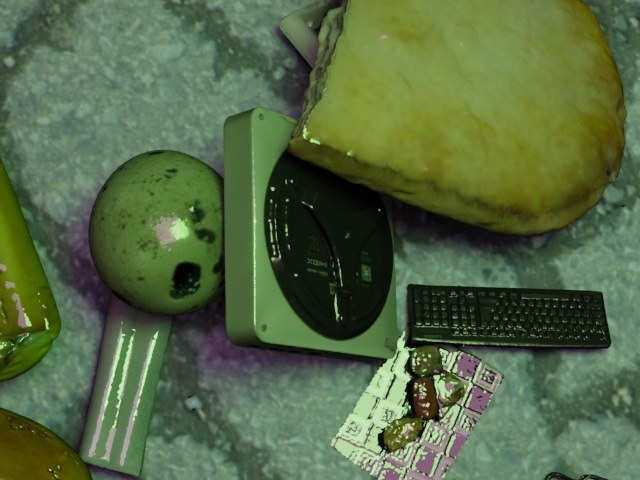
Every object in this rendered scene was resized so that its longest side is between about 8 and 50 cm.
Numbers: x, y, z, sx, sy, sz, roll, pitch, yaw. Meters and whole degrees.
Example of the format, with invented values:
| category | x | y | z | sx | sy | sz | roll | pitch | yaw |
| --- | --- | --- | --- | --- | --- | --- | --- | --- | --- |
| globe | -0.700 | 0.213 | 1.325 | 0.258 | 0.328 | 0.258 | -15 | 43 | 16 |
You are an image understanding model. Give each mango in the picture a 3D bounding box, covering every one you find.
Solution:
| category | x | y | z | sx | sy | sz | roll | pitch | yaw |
| --- | --- | --- | --- | --- | --- | --- | --- | --- | --- |
| mango | -0.358 | 0.266 | 1.138 | 0.249 | 0.151 | 0.156 | 26 | 88 | 1 |

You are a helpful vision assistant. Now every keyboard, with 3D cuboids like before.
| category | x | y | z | sx | sy | sz | roll | pitch | yaw |
| --- | --- | --- | --- | --- | --- | --- | --- | --- | --- |
| keyboard | 0.232 | 0.096 | 1.296 | 0.251 | 0.017 | 0.087 | 3 | 58 | -5 |

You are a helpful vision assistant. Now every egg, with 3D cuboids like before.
| category | x | y | z | sx | sy | sz | roll | pitch | yaw |
| --- | --- | --- | --- | --- | --- | --- | --- | --- | --- |
| egg | -0.177 | -0.017 | 1.204 | 0.177 | 0.177 | 0.228 | -13 | 39 | -9 |

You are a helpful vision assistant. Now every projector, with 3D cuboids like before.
| category | x | y | z | sx | sy | sz | roll | pitch | yaw |
| --- | --- | --- | --- | --- | --- | --- | --- | --- | --- |
| projector | 0.000 | 0.000 | 1.199 | 0.079 | 0.257 | 0.259 | -12 | 74 | 38 |

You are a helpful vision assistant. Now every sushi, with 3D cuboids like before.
| category | x | y | z | sx | sy | sz | roll | pitch | yaw |
| --- | --- | --- | --- | --- | --- | --- | --- | --- | --- |
| sushi | 0.119 | 0.205 | 1.260 | 0.139 | 0.031 | 0.201 | 33 | 75 | 2 |

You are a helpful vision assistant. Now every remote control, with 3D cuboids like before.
| category | x | y | z | sx | sy | sz | roll | pitch | yaw |
| --- | --- | --- | --- | --- | --- | --- | --- | --- | --- |
| remote control | 0.086 | -0.191 | 1.331 | 0.109 | 0.055 | 0.313 | -35 | 81 | -29 |

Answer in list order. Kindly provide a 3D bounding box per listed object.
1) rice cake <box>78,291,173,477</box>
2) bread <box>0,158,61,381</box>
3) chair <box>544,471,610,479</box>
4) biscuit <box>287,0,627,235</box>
| category | x | y | z | sx | sy | sz | roll | pitch | yaw |
| --- | --- | --- | --- | --- | --- | --- | --- | --- | --- |
| rice cake | -0.226 | 0.160 | 1.230 | 0.080 | 0.042 | 0.221 | 12 | 75 | -8 |
| bread | -0.425 | -0.015 | 1.215 | 0.166 | 0.112 | 0.383 | -21 | 79 | -8 |
| chair | 0.302 | 0.387 | 1.182 | 0.145 | 0.140 | 0.221 | 24 | 77 | 1 |
| biscuit | 0.184 | -0.210 | 1.281 | 0.446 | 0.104 | 0.429 | 19 | 58 | -20 |
